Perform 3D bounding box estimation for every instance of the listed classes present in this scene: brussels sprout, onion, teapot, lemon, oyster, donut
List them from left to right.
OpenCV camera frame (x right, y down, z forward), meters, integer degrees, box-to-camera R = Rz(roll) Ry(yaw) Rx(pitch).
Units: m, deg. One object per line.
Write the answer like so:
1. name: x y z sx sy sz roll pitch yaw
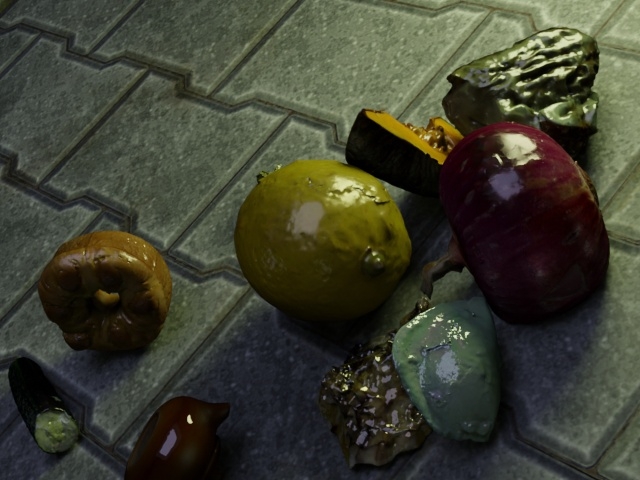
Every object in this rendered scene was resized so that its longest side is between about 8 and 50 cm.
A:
1. donut: -0.355 0.087 2.223 0.226 0.227 0.114 -20 32 20
2. teapot: -0.212 0.339 1.945 0.252 0.135 0.178 -63 8 -4
3. brussels sprout: -0.068 -0.105 2.333 0.085 0.058 0.085 -25 6 3
4. lemon: -0.001 0.000 2.017 0.260 0.260 0.284 -33 24 5
5. oyster: 0.092 0.205 1.880 0.214 0.083 0.223 -30 45 13
6. onion: 0.274 -0.037 1.868 0.272 0.230 0.256 -41 39 -13

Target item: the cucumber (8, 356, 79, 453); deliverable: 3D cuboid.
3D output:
1. cucumber: -0.476 0.269 2.247 0.074 0.074 0.241 -42 37 -6

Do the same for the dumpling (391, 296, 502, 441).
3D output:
1. dumpling: 0.180 0.161 1.786 0.104 0.149 0.217 -16 51 37

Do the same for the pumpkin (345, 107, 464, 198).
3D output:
1. pumpkin: 0.157 -0.107 2.058 0.163 0.278 0.111 45 114 25

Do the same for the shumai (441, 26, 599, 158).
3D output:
1. shumai: 0.334 -0.197 2.057 0.255 0.189 0.218 -26 60 2
